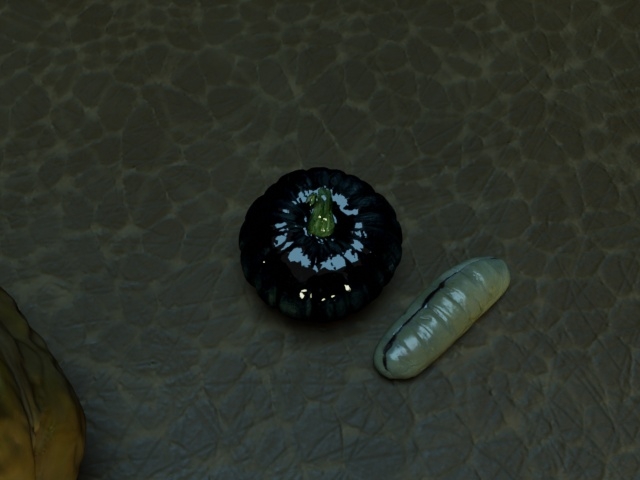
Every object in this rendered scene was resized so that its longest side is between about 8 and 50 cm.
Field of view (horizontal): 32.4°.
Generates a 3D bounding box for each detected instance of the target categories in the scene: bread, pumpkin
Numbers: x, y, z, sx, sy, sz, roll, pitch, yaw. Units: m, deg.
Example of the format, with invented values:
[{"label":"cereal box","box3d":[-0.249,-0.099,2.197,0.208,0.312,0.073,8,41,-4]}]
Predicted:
[{"label":"bread","box3d":[0.145,0.083,1.313,0.214,0.053,0.073,-40,65,-21]},{"label":"pumpkin","box3d":[0.000,0.006,1.307,0.194,0.150,0.194,1,93,9]}]

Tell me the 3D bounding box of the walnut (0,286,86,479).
[{"label":"walnut","box3d":[-0.422,0.178,1.077,0.308,0.354,0.398,-39,74,5]}]
